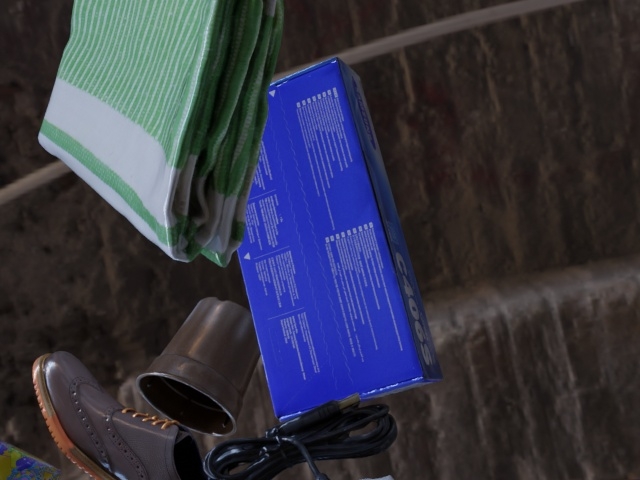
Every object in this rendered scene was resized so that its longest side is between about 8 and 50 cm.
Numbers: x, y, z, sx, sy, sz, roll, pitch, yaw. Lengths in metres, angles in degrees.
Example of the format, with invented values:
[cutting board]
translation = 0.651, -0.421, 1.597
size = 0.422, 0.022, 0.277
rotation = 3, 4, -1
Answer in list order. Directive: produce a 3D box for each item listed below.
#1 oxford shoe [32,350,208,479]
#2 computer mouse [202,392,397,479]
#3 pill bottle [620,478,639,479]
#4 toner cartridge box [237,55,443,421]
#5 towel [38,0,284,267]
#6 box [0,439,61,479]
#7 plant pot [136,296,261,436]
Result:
[oxford shoe]
translation = -0.237, 0.265, 1.254
size = 0.363, 0.133, 0.130
rotation = 47, -169, 14
[computer mouse]
translation = 0.014, 0.147, 0.452
size = 0.193, 0.106, 0.042
rotation = -127, 21, -59
[pill bottle]
translation = 0.344, 0.346, 1.017
size = 0.181, 0.323, 0.181
rotation = -8, -90, -81
[toner cartridge box]
translation = 0.000, 0.000, 1.005
size = 0.075, 0.165, 0.347
rotation = 22, -128, -67
[towel]
translation = -0.073, -0.176, 0.467
size = 0.248, 0.038, 0.324
rotation = 31, 112, 56
[box]
translation = -0.529, 0.336, 1.157
size = 0.290, 0.177, 0.279
rotation = 37, -111, -31
[plant pot]
translation = -0.171, 0.187, 1.468
size = 0.167, 0.167, 0.165
rotation = 73, -145, -48
